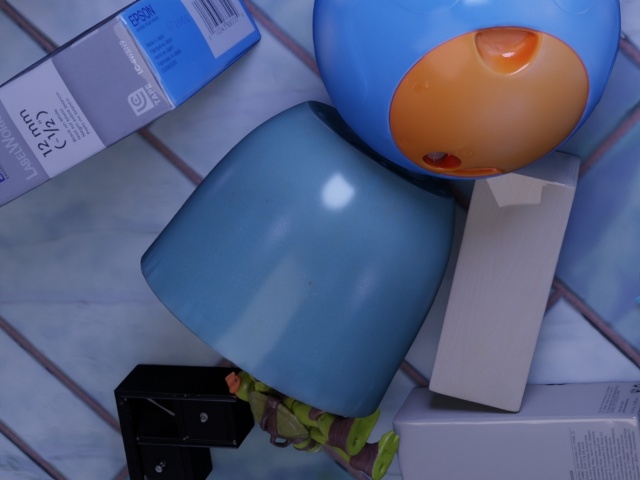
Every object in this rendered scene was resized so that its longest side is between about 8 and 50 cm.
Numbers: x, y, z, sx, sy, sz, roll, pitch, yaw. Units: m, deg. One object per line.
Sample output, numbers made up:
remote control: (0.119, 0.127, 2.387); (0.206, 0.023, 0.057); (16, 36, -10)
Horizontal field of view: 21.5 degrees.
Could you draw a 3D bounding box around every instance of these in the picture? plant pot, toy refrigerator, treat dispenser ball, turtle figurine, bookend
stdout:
plant pot: (0.000, 0.000, 1.729); (0.293, 0.293, 0.235); (34, 102, 3)
toy refrigerator: (0.193, 0.035, 1.775); (0.102, 0.094, 0.269); (13, 117, 7)
treat dispenser ball: (0.136, -0.200, 1.580); (0.288, 0.288, 0.288); (7, 114, 17)
turtle figurine: (-0.029, 0.178, 1.840); (0.217, 0.087, 0.269); (22, 147, 37)
bookend: (-0.149, 0.233, 1.992); (0.156, 0.072, 0.157); (1, 113, 19)

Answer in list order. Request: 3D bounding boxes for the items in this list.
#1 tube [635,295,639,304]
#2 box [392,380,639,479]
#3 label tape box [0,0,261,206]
tube: (0.424, 0.121, 1.755); (0.080, 0.052, 0.207); (-39, 90, 24)
box: (0.226, 0.222, 1.840); (0.275, 0.094, 0.113); (-2, 111, 21)
label tape box: (-0.261, -0.148, 1.766); (0.347, 0.249, 0.115); (-24, 103, 27)
